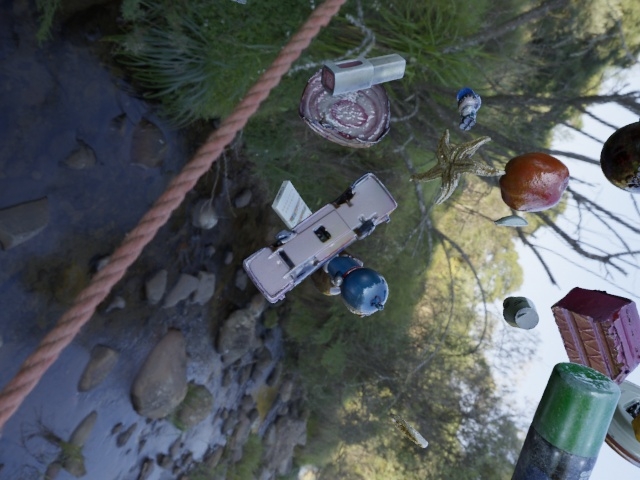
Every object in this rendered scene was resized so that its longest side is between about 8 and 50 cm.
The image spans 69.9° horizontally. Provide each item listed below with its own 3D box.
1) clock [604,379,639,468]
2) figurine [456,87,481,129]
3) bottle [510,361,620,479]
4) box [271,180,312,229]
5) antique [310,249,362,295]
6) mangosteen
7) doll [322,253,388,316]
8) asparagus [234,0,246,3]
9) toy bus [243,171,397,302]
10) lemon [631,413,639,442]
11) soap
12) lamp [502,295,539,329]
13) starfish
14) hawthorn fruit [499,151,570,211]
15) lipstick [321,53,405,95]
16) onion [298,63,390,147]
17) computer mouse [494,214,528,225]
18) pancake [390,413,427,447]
[{"bbox_3d":[0.965,0.548,1.387,0.318,0.318,0.080,-51,162,-53],"label":"clock"},{"bbox_3d":[0.449,-0.392,1.375,0.077,0.079,0.136,123,-27,-54],"label":"figurine"},{"bbox_3d":[0.339,0.345,0.676,0.093,0.093,0.330,-28,132,-70],"label":"bottle"},{"bbox_3d":[-0.094,-0.103,1.673,0.220,0.032,0.122,53,49,-46],"label":"box"},{"bbox_3d":[0.010,0.067,1.368,0.121,0.257,0.143,30,96,-40],"label":"antique"},{"bbox_3d":[0.965,-0.276,1.339,0.289,0.231,0.231,-58,163,-13],"label":"mangosteen"},{"bbox_3d":[0.068,0.081,0.850,0.114,0.152,0.086,6,118,-43],"label":"doll"},{"bbox_3d":[-0.205,-0.473,0.882,0.162,0.016,0.016,-23,162,-47],"label":"asparagus"},{"bbox_3d":[-0.001,0.000,0.781,0.274,0.090,0.112,-36,174,-16],"label":"toy bus"},{"bbox_3d":[0.921,0.518,1.223,0.114,0.155,0.114,-24,120,-50],"label":"lemon"},{"bbox_3d":[0.657,0.240,1.075,0.099,0.162,0.250,-35,111,-19],"label":"soap"},{"bbox_3d":[0.731,0.260,1.693,0.214,0.121,0.121,-38,145,-78],"label":"lamp"},{"bbox_3d":[0.379,-0.217,1.302,0.062,0.277,0.236,31,66,-46],"label":"starfish"},{"bbox_3d":[0.606,-0.168,1.303,0.189,0.189,0.189,20,90,-76],"label":"hawthorn fruit"},{"bbox_3d":[0.129,-0.492,1.346,0.252,0.079,0.077,-18,140,-23],"label":"lipstick"},{"bbox_3d":[0.092,-0.455,1.587,0.146,0.314,0.280,113,-3,-71],"label":"onion"},{"bbox_3d":[0.572,-0.061,1.380,0.056,0.110,0.032,172,-80,-76],"label":"computer mouse"},{"bbox_3d":[0.285,0.620,1.498,0.025,0.151,0.152,-48,160,-16],"label":"pancake"}]
